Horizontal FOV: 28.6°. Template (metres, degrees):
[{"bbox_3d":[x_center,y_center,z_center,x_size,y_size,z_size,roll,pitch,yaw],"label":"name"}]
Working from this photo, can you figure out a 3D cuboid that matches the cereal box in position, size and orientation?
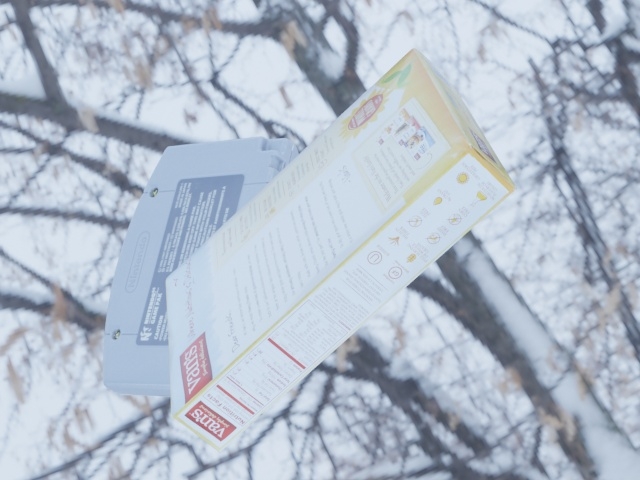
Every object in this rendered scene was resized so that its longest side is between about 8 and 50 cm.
[{"bbox_3d":[0.000,0.000,0.784,0.240,0.173,0.047,-43,-65,15],"label":"cereal box"}]

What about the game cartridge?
[{"bbox_3d":[-0.139,0.029,1.388,0.198,0.297,0.062,-5,-26,38],"label":"game cartridge"}]
